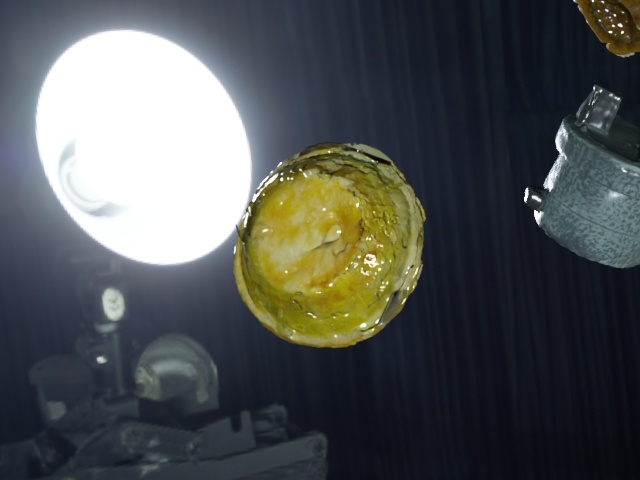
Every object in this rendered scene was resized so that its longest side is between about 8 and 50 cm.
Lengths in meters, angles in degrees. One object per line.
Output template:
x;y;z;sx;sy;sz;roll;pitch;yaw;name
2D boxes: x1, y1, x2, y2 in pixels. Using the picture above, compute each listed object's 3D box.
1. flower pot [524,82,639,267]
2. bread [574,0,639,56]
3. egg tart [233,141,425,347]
0.566;-0.137;1.459;0.299;0.283;0.299;13;-148;-9;flower pot
0.642;-0.497;1.556;0.192;0.210;0.110;-31;-167;34;bread
0.000;0.001;0.739;0.212;0.213;0.090;-3;169;19;egg tart
